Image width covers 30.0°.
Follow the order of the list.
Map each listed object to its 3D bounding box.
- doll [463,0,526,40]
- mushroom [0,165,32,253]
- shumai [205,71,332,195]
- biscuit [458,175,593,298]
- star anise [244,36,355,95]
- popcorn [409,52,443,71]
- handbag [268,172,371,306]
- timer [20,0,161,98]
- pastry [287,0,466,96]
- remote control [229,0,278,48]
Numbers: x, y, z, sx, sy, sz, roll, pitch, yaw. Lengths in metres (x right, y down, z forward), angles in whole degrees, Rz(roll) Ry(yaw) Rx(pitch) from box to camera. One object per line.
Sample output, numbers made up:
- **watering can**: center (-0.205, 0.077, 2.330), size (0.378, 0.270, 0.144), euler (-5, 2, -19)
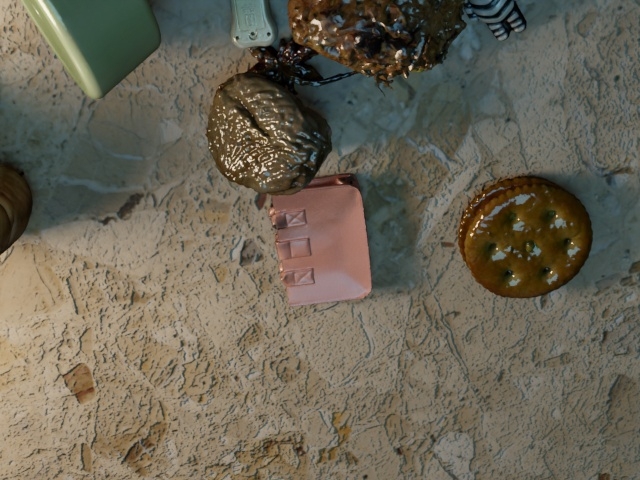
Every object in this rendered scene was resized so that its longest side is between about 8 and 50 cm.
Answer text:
- **doll**: center (0.231, -0.392, 1.773), size (0.091, 0.067, 0.219), euler (-23, 116, 31)
- **mushroom**: center (-0.602, -0.026, 1.746), size (0.224, 0.397, 0.313), euler (-28, 118, 13)
- **shumai**: center (-0.061, -0.164, 1.828), size (0.206, 0.175, 0.166), euler (42, 118, 17)
- **biscuit**: center (0.339, -0.003, 1.982), size (0.221, 0.066, 0.220), euler (-3, 119, -5)
- **star anise**: center (-0.026, -0.262, 1.823), size (0.191, 0.070, 0.097), euler (-3, 108, 13)
- **popcorn**: center (0.140, -0.299, 1.802), size (0.097, 0.089, 0.109), euler (42, 83, -3)
- **handbag**: center (0.000, 0.000, 1.972), size (0.157, 0.059, 0.212), euler (-8, 116, 1)
- **timer**: center (-0.265, -0.398, 1.663), size (0.315, 0.291, 0.290), euler (-34, 116, -8)
- **pastry**: center (0.083, -0.346, 1.693), size (0.275, 0.193, 0.274), euler (-2, 76, 8)
- **remote control**: center (-0.104, -0.349, 1.788), size (0.074, 0.032, 0.122), euler (-4, 107, 9)
